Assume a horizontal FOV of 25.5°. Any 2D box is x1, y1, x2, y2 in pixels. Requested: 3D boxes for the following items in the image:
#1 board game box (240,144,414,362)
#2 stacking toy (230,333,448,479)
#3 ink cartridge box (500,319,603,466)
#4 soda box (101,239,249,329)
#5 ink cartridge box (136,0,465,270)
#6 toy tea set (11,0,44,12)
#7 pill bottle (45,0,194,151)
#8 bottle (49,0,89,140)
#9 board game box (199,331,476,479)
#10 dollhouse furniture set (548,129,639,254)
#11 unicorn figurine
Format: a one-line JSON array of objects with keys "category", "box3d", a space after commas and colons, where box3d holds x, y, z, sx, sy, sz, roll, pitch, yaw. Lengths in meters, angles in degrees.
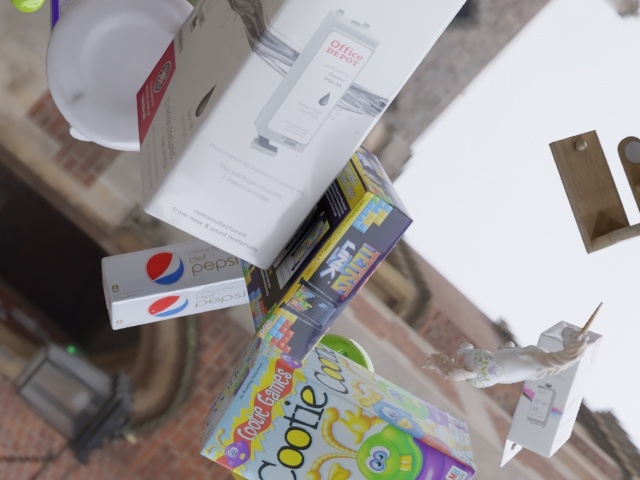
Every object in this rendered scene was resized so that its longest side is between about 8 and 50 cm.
[{"category": "board game box", "box3d": [0.000, 0.000, 1.120, 0.141, 0.048, 0.170, -51, -162, 12]}, {"category": "stacking toy", "box3d": [0.049, 0.297, 2.102, 0.279, 0.309, 0.130, -61, 158, 11]}, {"category": "ink cartridge box", "box3d": [0.313, 0.218, 1.924, 0.115, 0.067, 0.198, -16, 125, -65]}, {"category": "soda box", "box3d": [-0.164, 0.047, 1.783, 0.216, 0.069, 0.074, -11, 151, -13]}, {"category": "ink cartridge box", "box3d": [-0.021, -0.153, 1.093, 0.283, 0.117, 0.207, -53, -155, 22]}, {"category": "toy tea set", "box3d": [-0.174, -0.277, 0.882, 0.200, 0.124, 0.336, -35, -122, 9]}, {"category": "pill bottle", "box3d": [-0.176, -0.168, 1.442, 0.160, 0.160, 0.283, -48, -179, 2]}, {"category": "bottle", "box3d": [-0.344, -0.288, 2.116, 0.092, 0.118, 0.282, 124, -37, -63]}, {"category": "board game box", "box3d": [0.020, 0.226, 1.621, 0.144, 0.275, 0.142, -59, -173, 13]}, {"category": "dollhouse furniture set", "box3d": [0.342, -0.077, 1.424, 0.144, 0.123, 0.151, -17, 173, -19]}, {"category": "unicorn figurine", "box3d": [0.189, 0.114, 1.367, 0.162, 0.060, 0.111, -21, -176, -14]}]
